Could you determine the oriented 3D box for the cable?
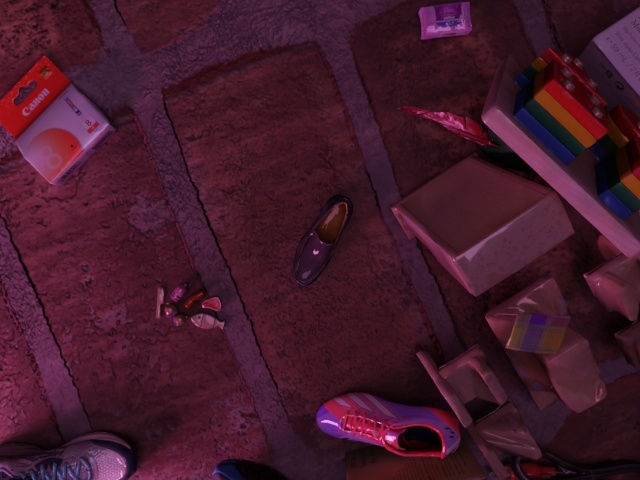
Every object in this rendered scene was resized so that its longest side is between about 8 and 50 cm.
[{"bbox_3d":[0.428,0.406,0.937,0.287,0.072,0.139,-10,85,-11],"label":"cable"}]

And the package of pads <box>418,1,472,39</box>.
[{"bbox_3d":[0.207,-0.367,0.906,0.083,0.032,0.050,-7,94,1],"label":"package of pads"}]

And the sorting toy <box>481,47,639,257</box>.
[{"bbox_3d":[0.351,-0.148,0.722,0.257,0.255,0.089,41,128,-5],"label":"sorting toy"}]

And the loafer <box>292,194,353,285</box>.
[{"bbox_3d":[0.000,0.000,0.910,0.062,0.061,0.170,25,93,-1],"label":"loafer"}]

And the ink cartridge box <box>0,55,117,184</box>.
[{"bbox_3d":[-0.459,-0.206,0.919,0.145,0.045,0.179,-45,94,2],"label":"ink cartridge box"}]

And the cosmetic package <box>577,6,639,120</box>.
[{"bbox_3d":[0.512,-0.270,0.833,0.183,0.151,0.151,-34,79,2],"label":"cosmetic package"}]

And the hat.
[{"bbox_3d":[0.274,-0.150,0.904,0.183,0.173,0.208,-25,68,34],"label":"hat"}]

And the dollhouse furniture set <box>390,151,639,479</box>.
[{"bbox_3d":[0.308,0.089,0.868,0.362,0.256,0.394,-34,113,3],"label":"dollhouse furniture set"}]

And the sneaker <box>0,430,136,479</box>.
[{"bbox_3d":[-0.453,0.401,0.905,0.283,0.122,0.110,-8,93,1],"label":"sneaker"}]

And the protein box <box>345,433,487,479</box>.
[{"bbox_3d":[0.154,0.414,0.856,0.201,0.200,0.136,-15,91,1],"label":"protein box"}]

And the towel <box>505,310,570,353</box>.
[{"bbox_3d":[0.295,0.125,0.735,0.083,0.009,0.060,6,109,-12],"label":"towel"}]

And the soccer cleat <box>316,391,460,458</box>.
[{"bbox_3d":[0.099,0.301,0.877,0.248,0.095,0.083,0,94,23],"label":"soccer cleat"}]

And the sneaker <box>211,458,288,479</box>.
[{"bbox_3d":[-0.057,0.504,0.902,0.341,0.125,0.140,38,94,0],"label":"sneaker"}]

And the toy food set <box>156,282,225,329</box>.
[{"bbox_3d":[-0.225,0.113,0.940,0.122,0.019,0.078,4,93,1],"label":"toy food set"}]
